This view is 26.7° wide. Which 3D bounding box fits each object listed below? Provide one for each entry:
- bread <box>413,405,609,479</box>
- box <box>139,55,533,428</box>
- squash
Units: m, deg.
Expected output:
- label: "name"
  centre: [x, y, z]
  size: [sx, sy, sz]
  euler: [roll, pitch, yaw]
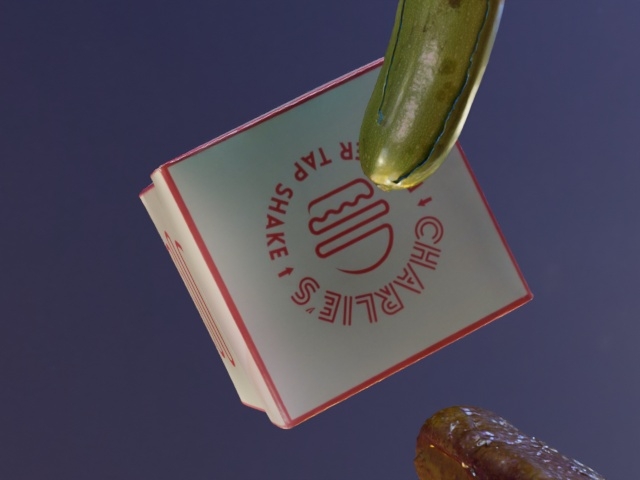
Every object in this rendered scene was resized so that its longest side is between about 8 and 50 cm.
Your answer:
- label: "bread"
  centre: [0.182, 0.209, 1.004]
  size: [0.124, 0.344, 0.084]
  euler: [14, -84, -30]
- label: "box"
  centre: [0.000, 0.000, 1.540]
  size: [0.314, 0.300, 0.312]
  euler: [-27, -86, -13]
- label: "squash"
  centre: [0.111, -0.201, 1.151]
  size: [0.094, 0.094, 0.340]
  euler: [0, -72, -48]
